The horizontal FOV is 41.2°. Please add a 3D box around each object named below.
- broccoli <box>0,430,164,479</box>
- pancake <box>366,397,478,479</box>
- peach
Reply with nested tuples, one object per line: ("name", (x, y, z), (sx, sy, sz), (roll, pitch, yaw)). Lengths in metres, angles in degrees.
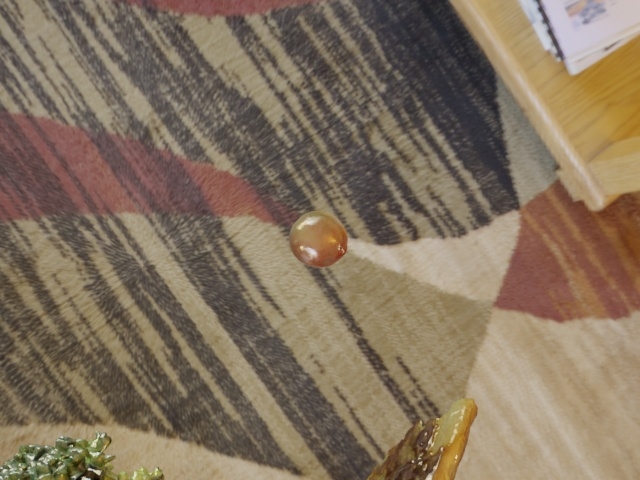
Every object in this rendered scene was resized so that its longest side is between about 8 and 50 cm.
("broccoli", (-0.363, 0.439, 1.112), (0.347, 0.293, 0.281), (-34, 116, 31))
("pancake", (0.074, 0.299, 0.870), (0.056, 0.212, 0.257), (30, 116, -6))
("peach", (-0.002, -0.001, 1.181), (0.083, 0.083, 0.083), (0, 88, -12))
